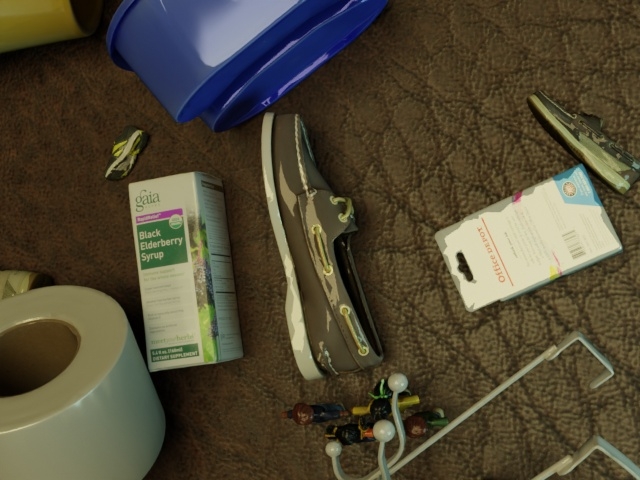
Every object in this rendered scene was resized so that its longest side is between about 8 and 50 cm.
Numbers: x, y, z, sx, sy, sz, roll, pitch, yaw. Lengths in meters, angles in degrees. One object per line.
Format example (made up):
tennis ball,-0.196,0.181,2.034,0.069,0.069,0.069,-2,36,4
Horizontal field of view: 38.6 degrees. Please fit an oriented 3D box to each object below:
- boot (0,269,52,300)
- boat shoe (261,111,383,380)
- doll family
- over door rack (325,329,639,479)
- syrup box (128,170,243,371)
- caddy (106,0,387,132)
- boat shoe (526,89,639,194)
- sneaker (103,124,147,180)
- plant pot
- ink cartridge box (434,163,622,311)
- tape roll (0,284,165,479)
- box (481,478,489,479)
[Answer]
boot,-0.468,0.135,1.251,0.165,0.077,0.213,10,81,18
boat shoe,0.000,0.000,1.088,0.097,0.116,0.324,-11,87,13
doll family,0.050,0.203,1.055,0.193,0.111,0.076,-18,81,17
over door rack,0.120,0.196,0.864,0.324,0.239,0.108,-30,100,19
syrup box,-0.168,0.039,1.148,0.093,0.096,0.236,-9,84,16
caddy,-0.089,-0.281,1.069,0.341,0.241,0.179,-36,81,13
boat shoe,0.297,-0.118,1.028,0.049,0.056,0.152,-45,84,6
sneaker,-0.265,-0.118,1.230,0.035,0.031,0.083,40,95,30
plant pot,-0.421,-0.351,1.194,0.239,0.254,0.254,2,87,5
ink cartridge box,0.234,0.001,1.033,0.181,0.061,0.104,-25,78,15
tape roll,-0.323,0.194,1.088,0.246,0.246,0.169,1,128,19
box,0.170,0.414,0.903,0.073,0.293,0.295,10,89,11
